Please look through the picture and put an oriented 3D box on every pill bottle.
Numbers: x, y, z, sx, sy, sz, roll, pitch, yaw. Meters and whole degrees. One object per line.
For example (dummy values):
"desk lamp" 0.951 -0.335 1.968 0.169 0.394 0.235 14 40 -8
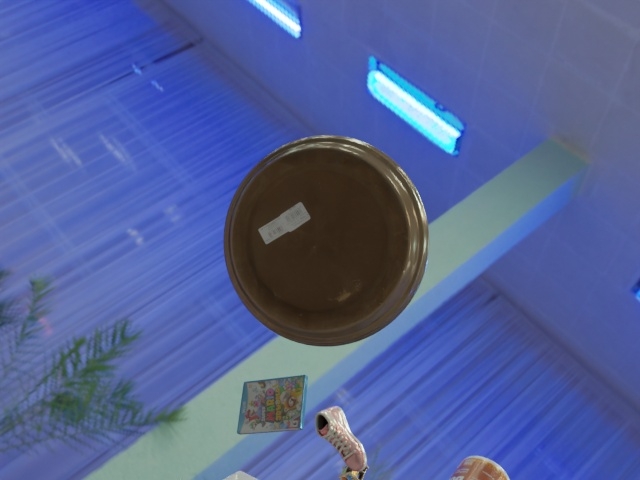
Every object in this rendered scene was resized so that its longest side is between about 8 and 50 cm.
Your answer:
"pill bottle" 0.294 0.551 1.416 0.121 0.216 0.121 20 -54 30

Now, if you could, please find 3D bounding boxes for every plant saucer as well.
"plant saucer" 0.000 0.000 0.899 0.278 0.278 0.041 52 10 9

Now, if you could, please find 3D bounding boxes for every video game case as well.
"video game case" -0.106 0.361 1.527 0.166 0.119 0.015 -13 -34 28

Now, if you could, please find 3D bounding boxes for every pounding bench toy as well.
"pounding bench toy" 0.083 0.658 1.959 0.052 0.065 0.083 42 -45 -9

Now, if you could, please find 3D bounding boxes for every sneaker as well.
"sneaker" 0.032 0.380 1.323 0.051 0.070 0.134 -43 -120 26

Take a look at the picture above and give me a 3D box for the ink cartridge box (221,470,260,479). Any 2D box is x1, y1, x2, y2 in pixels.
"ink cartridge box" -0.167 0.813 1.828 0.207 0.119 0.354 0 -74 51
